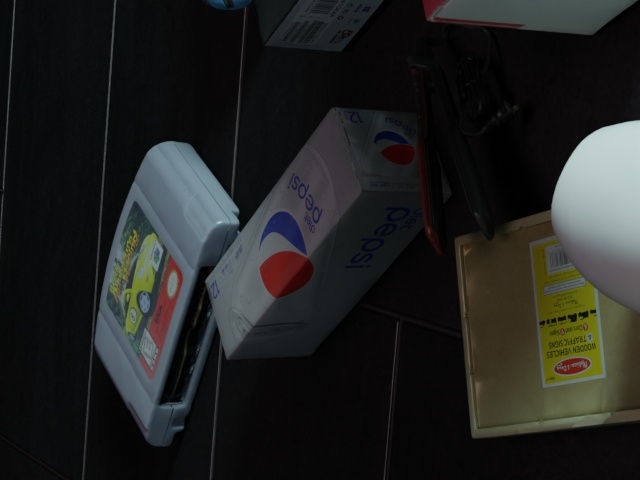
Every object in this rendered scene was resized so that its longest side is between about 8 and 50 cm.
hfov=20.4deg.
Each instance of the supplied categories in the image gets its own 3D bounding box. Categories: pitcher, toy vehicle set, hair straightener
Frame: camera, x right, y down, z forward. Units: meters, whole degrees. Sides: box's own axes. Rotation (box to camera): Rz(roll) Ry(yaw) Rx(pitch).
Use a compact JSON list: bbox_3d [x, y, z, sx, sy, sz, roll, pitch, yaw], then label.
[{"bbox_3d":[0.265,-0.023,1.132,0.207,0.125,0.178,26,93,35],"label":"pitcher"},{"bbox_3d":[0.196,0.057,1.331,0.267,0.035,0.166,-17,75,58],"label":"toy vehicle set"},{"bbox_3d":[0.121,-0.095,1.441,0.089,0.047,0.230,-15,49,15],"label":"hair straightener"}]

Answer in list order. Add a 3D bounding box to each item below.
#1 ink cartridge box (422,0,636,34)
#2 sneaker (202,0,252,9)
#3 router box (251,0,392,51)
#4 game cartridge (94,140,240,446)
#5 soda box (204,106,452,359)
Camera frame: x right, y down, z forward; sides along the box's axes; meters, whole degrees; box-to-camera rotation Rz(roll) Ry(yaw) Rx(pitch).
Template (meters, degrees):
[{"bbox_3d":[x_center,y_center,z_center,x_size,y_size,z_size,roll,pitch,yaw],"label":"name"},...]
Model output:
[{"bbox_3d":[0.145,-0.272,1.306,0.092,0.158,0.218,-37,59,54],"label":"ink cartridge box"},{"bbox_3d":[-0.094,-0.398,1.788,0.139,0.125,0.341,151,116,-86],"label":"sneaker"},{"bbox_3d":[0.030,-0.319,1.264,0.309,0.081,0.243,-46,51,49],"label":"router box"},{"bbox_3d":[-0.173,0.052,1.940,0.196,0.060,0.294,55,134,50],"label":"game cartridge"},{"bbox_3d":[0.000,0.000,1.604,0.286,0.098,0.091,-51,48,45],"label":"soda box"}]
